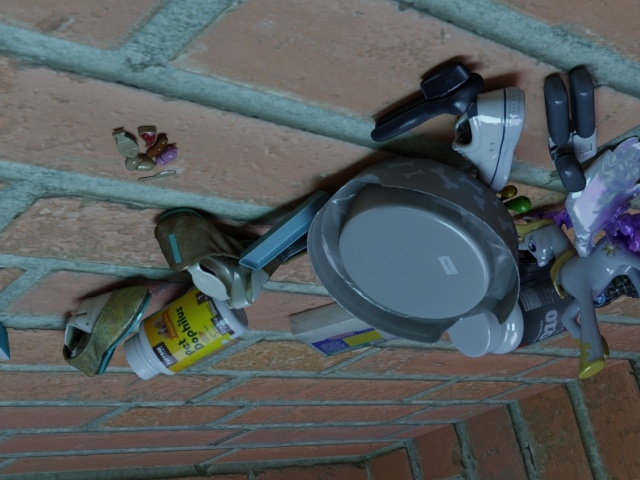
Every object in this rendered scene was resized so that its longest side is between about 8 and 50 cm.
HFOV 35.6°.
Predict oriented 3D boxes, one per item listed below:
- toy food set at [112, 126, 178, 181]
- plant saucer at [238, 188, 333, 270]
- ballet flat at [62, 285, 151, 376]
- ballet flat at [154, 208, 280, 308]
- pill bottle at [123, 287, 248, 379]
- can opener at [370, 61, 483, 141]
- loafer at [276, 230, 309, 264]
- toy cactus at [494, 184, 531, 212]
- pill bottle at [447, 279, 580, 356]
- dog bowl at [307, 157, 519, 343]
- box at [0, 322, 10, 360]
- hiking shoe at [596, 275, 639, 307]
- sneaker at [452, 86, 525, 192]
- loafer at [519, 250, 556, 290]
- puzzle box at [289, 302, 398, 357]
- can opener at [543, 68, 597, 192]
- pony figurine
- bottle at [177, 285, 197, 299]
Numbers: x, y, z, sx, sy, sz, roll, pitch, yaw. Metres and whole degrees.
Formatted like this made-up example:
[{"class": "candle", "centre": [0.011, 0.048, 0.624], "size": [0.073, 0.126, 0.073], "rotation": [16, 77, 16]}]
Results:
[{"class": "toy food set", "centre": [-0.237, -0.125, 1.370], "size": [0.077, 0.019, 0.122], "rotation": [-11, 152, -3]}, {"class": "plant saucer", "centre": [-0.053, -0.019, 1.664], "size": [0.192, 0.018, 0.067], "rotation": [-39, 152, 12]}, {"class": "ballet flat", "centre": [-0.425, 0.166, 1.911], "size": [0.123, 0.123, 0.348], "rotation": [-1, 155, -27]}, {"class": "ballet flat", "centre": [-0.162, 0.048, 1.706], "size": [0.116, 0.124, 0.342], "rotation": [-19, 158, 18]}, {"class": "pill bottle", "centre": [-0.248, 0.166, 1.816], "size": [0.215, 0.117, 0.117], "rotation": [-31, 156, 8]}, {"class": "can opener", "centre": [0.145, -0.187, 1.382], "size": [0.186, 0.073, 0.059], "rotation": [-27, -166, 41]}, {"class": "loafer", "centre": [0.000, 0.000, 1.757], "size": [0.170, 0.061, 0.062], "rotation": [-15, 158, 6]}, {"class": "toy cactus", "centre": [0.241, -0.064, 1.708], "size": [0.218, 0.112, 0.180], "rotation": [-13, 178, -3]}, {"class": "pill bottle", "centre": [0.420, 0.155, 2.169], "size": [0.283, 0.161, 0.161], "rotation": [-14, 164, -34]}, {"class": "dog bowl", "centre": [0.157, 0.014, 1.599], "size": [0.348, 0.102, 0.349], "rotation": [14, 138, 13]}, {"class": "box", "centre": [-0.652, 0.170, 1.845], "size": [0.100, 0.060, 0.244], "rotation": [-9, 159, -9]}, {"class": "hiking shoe", "centre": [0.710, 0.093, 2.383], "size": [0.226, 0.086, 0.114], "rotation": [-10, 146, -20]}, {"class": "sneaker", "centre": [0.243, -0.152, 1.487], "size": [0.091, 0.094, 0.258], "rotation": [5, 155, 5]}, {"class": "loafer", "centre": [0.465, 0.046, 2.111], "size": [0.223, 0.078, 0.076], "rotation": [-16, -168, -35]}, {"class": "puzzle box", "centre": [0.157, 0.175, 2.310], "size": [0.408, 0.052, 0.272], "rotation": [-16, 159, 11]}, {"class": "can opener", "centre": [0.389, -0.156, 1.518], "size": [0.076, 0.095, 0.283], "rotation": [-16, 159, 10]}, {"class": "pony figurine", "centre": [0.522, 0.020, 1.792], "size": [0.351, 0.364, 0.302], "rotation": [-39, 142, 22]}, {"class": "bottle", "centre": [-0.258, 0.169, 2.009], "size": [0.118, 0.092, 0.283], "rotation": [-7, 159, -19]}]
